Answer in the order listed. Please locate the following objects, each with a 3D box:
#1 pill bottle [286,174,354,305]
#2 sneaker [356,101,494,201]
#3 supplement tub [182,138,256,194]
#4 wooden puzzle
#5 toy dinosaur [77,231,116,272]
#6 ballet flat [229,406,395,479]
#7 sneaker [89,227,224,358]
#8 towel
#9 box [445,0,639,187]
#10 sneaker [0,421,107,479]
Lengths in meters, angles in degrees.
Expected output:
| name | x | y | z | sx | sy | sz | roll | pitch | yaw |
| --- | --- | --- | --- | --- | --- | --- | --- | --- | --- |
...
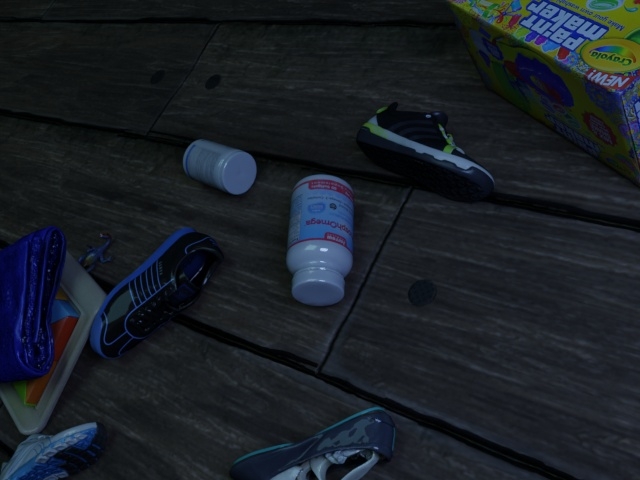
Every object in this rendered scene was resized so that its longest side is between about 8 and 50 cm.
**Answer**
| name | x | y | z | sx | sy | sz | roll | pitch | yaw |
| --- | --- | --- | --- | --- | --- | --- | --- | --- | --- |
| pill bottle | 0.000 | 0.000 | 0.937 | 0.087 | 0.087 | 0.160 | -15 | 53 | 24 |
| sneaker | 0.142 | -0.132 | 0.941 | 0.097 | 0.084 | 0.234 | -50 | 47 | -9 |
| supplement tub | -0.160 | -0.117 | 1.134 | 0.107 | 0.071 | 0.071 | 23 | 73 | 41 |
| wooden puzzle | -0.437 | 0.144 | 1.117 | 0.221 | 0.044 | 0.239 | 34 | 95 | 43 |
| toy dinosaur | -0.385 | 0.022 | 1.204 | 0.090 | 0.047 | 0.082 | -8 | 38 | 40 |
| ballet flat | -0.009 | 0.247 | 0.785 | 0.203 | 0.074 | 0.074 | -24 | 49 | 14 |
| sneaker | -0.234 | 0.082 | 1.034 | 0.090 | 0.081 | 0.232 | 25 | 73 | 49 |
| towel | -0.516 | 0.114 | 1.121 | 0.308 | 0.076 | 0.228 | -17 | 64 | 38 |
| box | 0.358 | -0.264 | 0.832 | 0.279 | 0.177 | 0.290 | -42 | 46 | 1 |
| sneaker | -0.378 | 0.291 | 0.992 | 0.190 | 0.071 | 0.083 | -33 | 42 | 9 |
